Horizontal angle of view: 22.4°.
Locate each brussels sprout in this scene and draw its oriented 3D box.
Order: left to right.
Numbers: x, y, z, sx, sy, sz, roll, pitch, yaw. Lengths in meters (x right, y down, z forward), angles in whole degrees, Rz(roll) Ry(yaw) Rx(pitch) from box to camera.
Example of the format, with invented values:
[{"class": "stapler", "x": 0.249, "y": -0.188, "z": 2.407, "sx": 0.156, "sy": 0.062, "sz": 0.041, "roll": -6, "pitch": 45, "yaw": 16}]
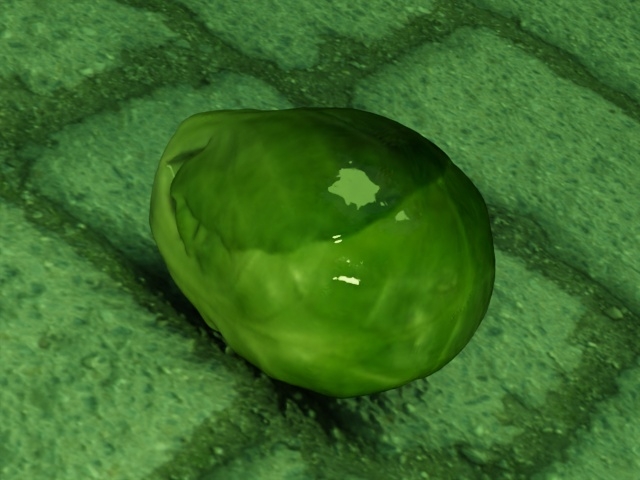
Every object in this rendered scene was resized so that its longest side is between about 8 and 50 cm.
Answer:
[{"class": "brussels sprout", "x": -0.001, "y": -0.003, "z": 1.631, "sx": 0.355, "sy": 0.281, "sz": 0.289, "roll": 25, "pitch": 32, "yaw": 20}]
